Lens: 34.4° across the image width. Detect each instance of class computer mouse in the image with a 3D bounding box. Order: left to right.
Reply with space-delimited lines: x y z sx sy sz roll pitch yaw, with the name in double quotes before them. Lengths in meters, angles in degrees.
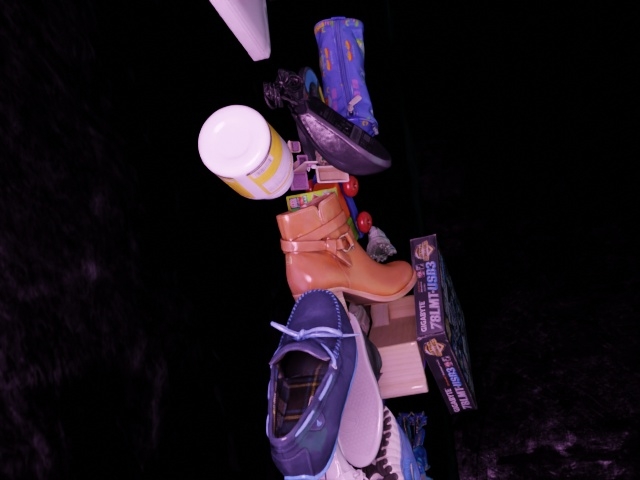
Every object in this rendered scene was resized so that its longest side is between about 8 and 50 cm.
"computer mouse" 0.006 -0.199 1.892 0.272 0.072 0.188 37 21 -2

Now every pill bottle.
"pill bottle" -0.098 -0.118 1.480 0.184 0.103 0.103 43 39 -71

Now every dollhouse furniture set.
"dollhouse furniture set" 0.006 -0.147 1.903 0.081 0.114 0.091 153 -69 -64

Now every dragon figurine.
"dragon figurine" 0.217 0.505 2.486 0.289 0.085 0.144 -48 127 -76

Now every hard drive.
"hard drive" -0.149 -0.446 1.666 0.307 0.040 0.203 47 35 -70

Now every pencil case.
"pencil case" 0.056 -0.367 2.363 0.133 0.119 0.306 94 -10 -68

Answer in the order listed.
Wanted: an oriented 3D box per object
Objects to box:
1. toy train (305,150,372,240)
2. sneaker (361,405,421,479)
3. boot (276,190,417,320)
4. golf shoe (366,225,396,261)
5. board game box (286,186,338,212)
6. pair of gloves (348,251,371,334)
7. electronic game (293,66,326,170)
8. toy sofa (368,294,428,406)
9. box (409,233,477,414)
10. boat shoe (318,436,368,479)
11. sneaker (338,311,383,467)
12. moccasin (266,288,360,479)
"toy train" 0.003 -0.075 1.978 0.143 0.105 0.248 -60 137 -46
"sneaker" 0.145 0.484 1.984 0.147 0.129 0.330 42 35 -36
"boot" 0.045 0.019 1.839 0.283 0.109 0.220 -21 96 -35
"golf shoe" 0.140 0.003 2.639 0.086 0.069 0.176 62 5 12
"board game box" 0.000 0.000 1.885 0.092 0.043 0.181 -14 95 -43
"pair of gloves" 0.068 0.074 2.252 0.240 0.042 0.204 65 23 -46
"electronic game" -0.009 -0.245 2.133 0.229 0.048 0.229 -10 90 -78
"toy sofa" 0.181 0.263 2.362 0.362 0.150 0.177 -58 136 -73
"box" 0.276 0.190 2.338 0.296 0.073 0.293 -91 160 -44
"boat shoe" 0.043 0.420 1.743 0.095 0.084 0.258 -29 109 -77
"sneaker" 0.079 0.290 1.963 0.147 0.104 0.296 46 31 -61
"moccasin" -0.011 0.193 1.560 0.342 0.137 0.117 -89 159 -46
